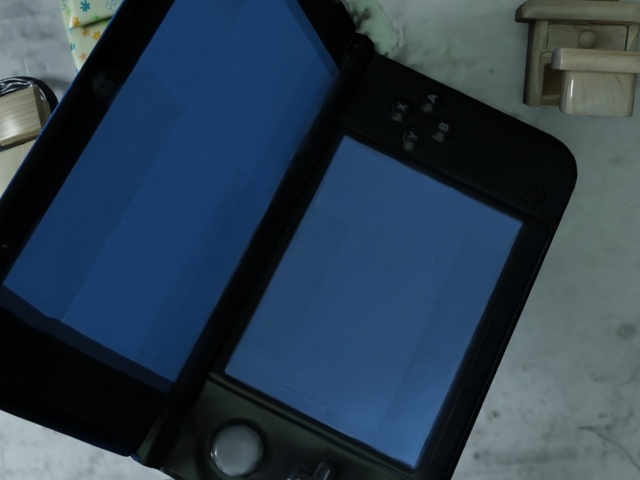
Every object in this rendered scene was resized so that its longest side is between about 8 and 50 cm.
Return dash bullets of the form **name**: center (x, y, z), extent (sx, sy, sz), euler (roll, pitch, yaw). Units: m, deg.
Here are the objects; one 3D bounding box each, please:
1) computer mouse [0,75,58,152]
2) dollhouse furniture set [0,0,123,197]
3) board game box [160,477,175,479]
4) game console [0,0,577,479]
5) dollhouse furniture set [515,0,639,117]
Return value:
- **computer mouse**: center (-0.145, -0.074, 0.571), extent (0.241, 0.041, 0.071), euler (8, 90, 14)
- **dollhouse furniture set**: center (-0.164, -0.123, 0.503), extent (0.160, 0.101, 0.182), euler (-17, 84, 13)
- **board game box**: center (-0.063, 0.288, 0.555), extent (0.192, 0.053, 0.306), euler (-9, 116, -16)
- **game console**: center (0.000, 0.000, 0.435), extent (0.250, 0.173, 0.293), euler (26, 76, 3)
- **dollhouse furniture set**: center (0.250, -0.127, 0.335), extent (0.303, 0.355, 0.174), euler (4, 102, 8)
